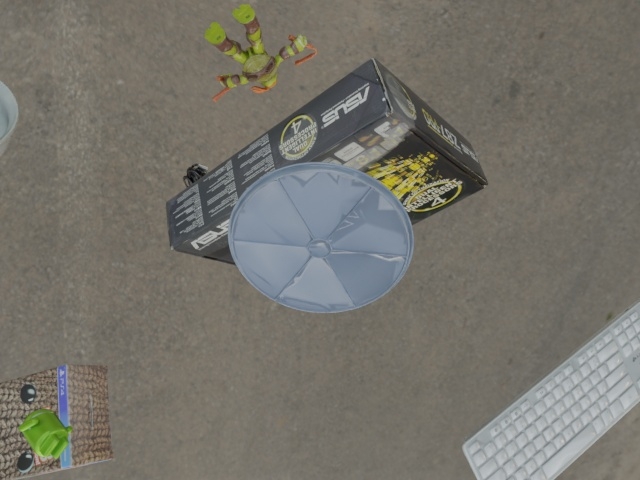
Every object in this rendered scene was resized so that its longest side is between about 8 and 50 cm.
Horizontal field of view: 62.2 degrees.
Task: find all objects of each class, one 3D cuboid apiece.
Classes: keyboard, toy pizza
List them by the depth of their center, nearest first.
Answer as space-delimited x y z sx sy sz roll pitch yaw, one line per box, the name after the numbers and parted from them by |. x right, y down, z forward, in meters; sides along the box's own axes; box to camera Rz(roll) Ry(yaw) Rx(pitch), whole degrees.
0.224 0.125 0.439 0.256 0.014 0.072 -29 91 -20 | keyboard
0.000 0.000 0.581 0.201 0.032 0.201 2 126 3 | toy pizza

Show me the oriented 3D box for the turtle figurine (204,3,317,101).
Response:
-0.151 -0.380 1.129 0.269 0.087 0.217 -18 157 15 | turtle figurine

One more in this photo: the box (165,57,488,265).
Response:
0.013 -0.071 0.817 0.395 0.097 0.318 -28 151 28 | box

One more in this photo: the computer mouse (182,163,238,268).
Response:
-0.199 -0.038 1.181 0.072 0.272 0.188 -34 165 -30 | computer mouse

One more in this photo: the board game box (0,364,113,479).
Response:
-0.684 0.454 1.313 0.291 0.232 0.141 -18 161 15 | board game box

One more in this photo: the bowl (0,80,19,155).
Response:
-0.770 -0.218 1.070 0.298 0.298 0.134 -2 145 -24 | bowl

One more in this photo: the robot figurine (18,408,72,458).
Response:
-0.554 0.386 1.068 0.067 0.115 0.101 -56 143 -9 | robot figurine
